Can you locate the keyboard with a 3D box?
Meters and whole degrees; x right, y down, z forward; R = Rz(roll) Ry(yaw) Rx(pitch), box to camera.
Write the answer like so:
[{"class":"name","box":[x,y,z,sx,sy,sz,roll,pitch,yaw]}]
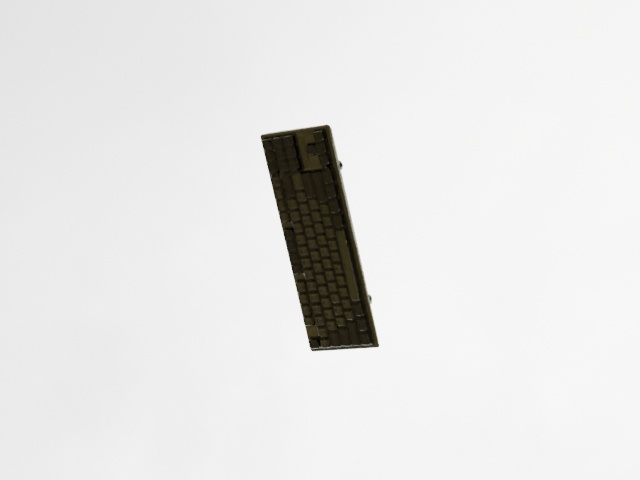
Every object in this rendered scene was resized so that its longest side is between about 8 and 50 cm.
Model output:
[{"class":"keyboard","box":[0.000,0.000,1.054,0.049,0.015,0.129,-4,-78,41]}]
